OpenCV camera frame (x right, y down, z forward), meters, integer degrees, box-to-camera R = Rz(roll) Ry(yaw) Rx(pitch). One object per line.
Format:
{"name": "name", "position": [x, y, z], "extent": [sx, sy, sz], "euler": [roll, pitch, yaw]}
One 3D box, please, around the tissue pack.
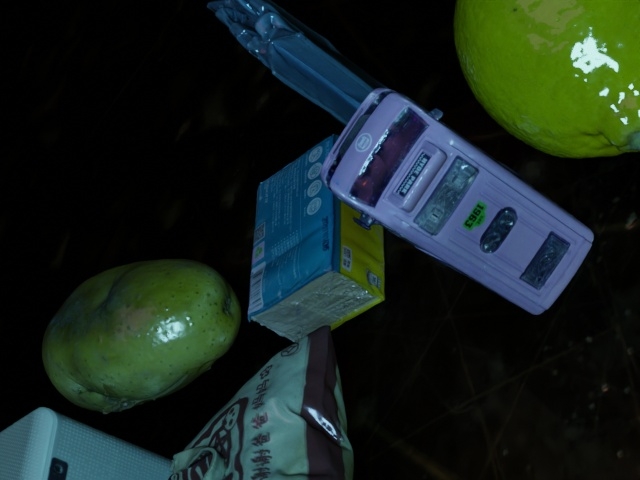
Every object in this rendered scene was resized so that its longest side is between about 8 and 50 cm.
{"name": "tissue pack", "position": [0.000, 0.000, 1.078], "extent": [0.120, 0.082, 0.169], "euler": [-33, 40, 35]}

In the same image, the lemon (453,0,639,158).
{"name": "lemon", "position": [0.193, -0.154, 0.849], "extent": [0.184, 0.184, 0.248], "euler": [-46, 33, 21]}

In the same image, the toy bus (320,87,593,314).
{"name": "toy bus", "position": [0.103, -0.025, 0.848], "extent": [0.096, 0.199, 0.108], "euler": [-56, 35, 6]}

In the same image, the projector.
{"name": "projector", "position": [-0.240, 0.304, 1.073], "extent": [0.163, 0.177, 0.242], "euler": [-35, 37, 36]}

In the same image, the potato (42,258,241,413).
{"name": "potato", "position": [-0.191, 0.102, 1.212], "extent": [0.248, 0.143, 0.169], "euler": [-20, 44, 34]}

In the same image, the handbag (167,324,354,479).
{"name": "handbag", "position": [-0.050, 0.211, 0.939], "extent": [0.235, 0.127, 0.213], "euler": [-53, 29, 33]}

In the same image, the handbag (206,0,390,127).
{"name": "handbag", "position": [-0.023, -0.189, 1.180], "extent": [0.062, 0.179, 0.229], "euler": [-53, 34, 9]}
